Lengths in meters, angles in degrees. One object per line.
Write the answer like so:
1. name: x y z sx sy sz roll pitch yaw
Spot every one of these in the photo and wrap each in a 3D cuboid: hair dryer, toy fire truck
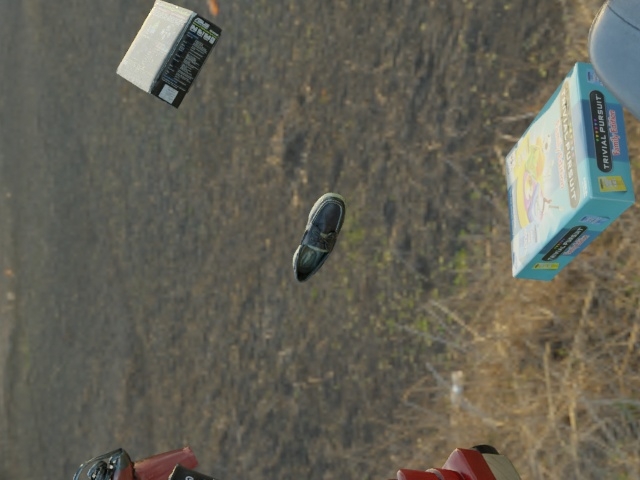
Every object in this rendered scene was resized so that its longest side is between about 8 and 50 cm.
1. hair dryer: -0.295 0.376 1.524 0.223 0.293 0.080 -38 74 30
2. toy fire truck: 0.085 0.327 1.051 0.217 0.246 0.158 -62 30 25

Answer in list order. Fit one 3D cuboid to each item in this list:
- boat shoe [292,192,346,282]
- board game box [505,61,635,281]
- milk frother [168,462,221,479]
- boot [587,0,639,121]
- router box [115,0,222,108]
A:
1. boat shoe: 0.000 0.000 1.482 0.049 0.056 0.152 -88 16 -55
2. board game box: 0.422 -0.110 1.754 0.336 0.079 0.254 114 159 -63
3. milk frother: -0.105 0.316 1.000 0.129 0.134 0.143 -70 -2 -46
4. boot: 0.240 -0.019 0.430 0.338 0.222 0.118 37 122 20
5. router box: -0.157 -0.193 1.029 0.092 0.038 0.122 -60 32 4
